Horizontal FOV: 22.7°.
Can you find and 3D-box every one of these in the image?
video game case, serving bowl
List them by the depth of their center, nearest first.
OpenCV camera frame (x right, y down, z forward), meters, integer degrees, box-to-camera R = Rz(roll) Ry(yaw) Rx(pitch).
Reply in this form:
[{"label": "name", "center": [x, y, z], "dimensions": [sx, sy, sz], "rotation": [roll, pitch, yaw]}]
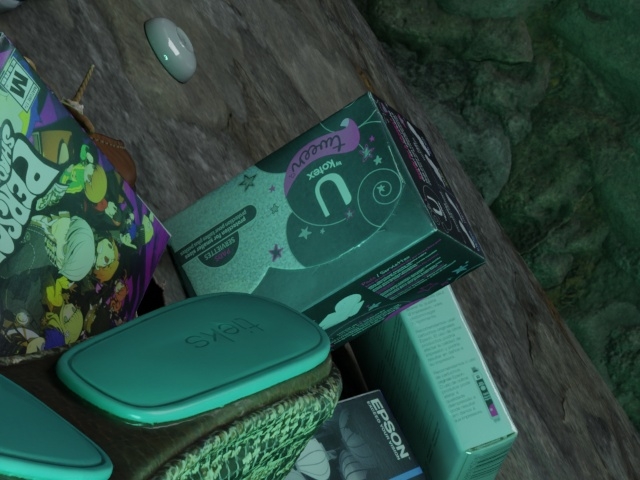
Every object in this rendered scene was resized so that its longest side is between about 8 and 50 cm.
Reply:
[{"label": "video game case", "center": [-0.192, 0.031, 0.936], "dimensions": [0.210, 0.042, 0.232], "rotation": [56, 48, -46]}, {"label": "serving bowl", "center": [-0.167, -0.223, 1.828], "dimensions": [0.083, 0.027, 0.083], "rotation": [53, 16, -23]}]

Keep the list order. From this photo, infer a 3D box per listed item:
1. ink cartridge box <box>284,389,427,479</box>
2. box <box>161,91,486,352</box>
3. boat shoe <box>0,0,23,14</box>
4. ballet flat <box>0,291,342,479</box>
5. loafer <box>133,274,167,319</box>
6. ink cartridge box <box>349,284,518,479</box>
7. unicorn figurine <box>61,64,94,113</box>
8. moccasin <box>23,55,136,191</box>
[{"label": "ink cartridge box", "center": [0.019, 0.224, 1.360], "dimensions": [0.333, 0.065, 0.165], "rotation": [-9, 68, -60]}, {"label": "box", "center": [0.000, 0.000, 1.511], "dimensions": [0.142, 0.247, 0.163], "rotation": [29, 34, -63]}, {"label": "boat shoe", "center": [-0.267, -0.275, 1.449], "dimensions": [0.109, 0.094, 0.302], "rotation": [59, 14, -6]}, {"label": "ballet flat", "center": [-0.154, 0.131, 0.845], "dimensions": [0.164, 0.182, 0.483], "rotation": [29, 15, 28]}, {"label": "loafer", "center": [-0.089, 0.178, 1.095], "dimensions": [0.366, 0.130, 0.134], "rotation": [59, 14, -3]}, {"label": "ink cartridge box", "center": [0.096, 0.119, 1.692], "dimensions": [0.324, 0.071, 0.330], "rotation": [95, -24, -66]}, {"label": "unicorn figurine", "center": [-0.201, -0.050, 1.332], "dimensions": [0.111, 0.060, 0.162], "rotation": [-80, 155, -69]}, {"label": "moccasin", "center": [-0.244, -0.063, 1.068], "dimensions": [0.380, 0.139, 0.147], "rotation": [-2, 71, -64]}]
